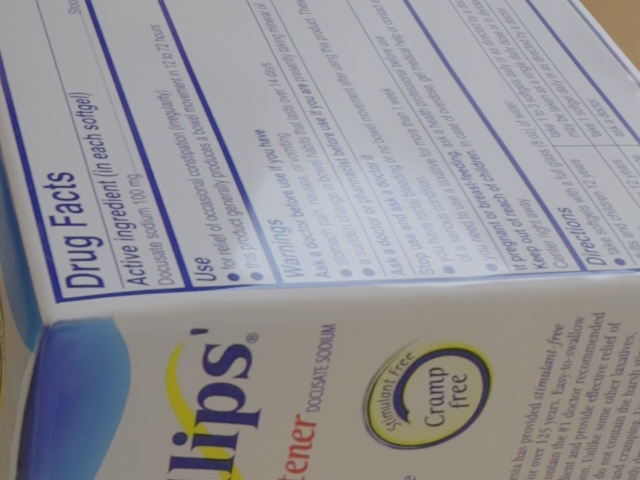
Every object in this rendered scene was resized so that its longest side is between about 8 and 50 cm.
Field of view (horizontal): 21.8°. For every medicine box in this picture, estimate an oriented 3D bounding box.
[{"bbox_3d":[0.000,0.000,0.689,0.289,0.149,0.263,-2,37,-18],"label":"medicine box"}]
